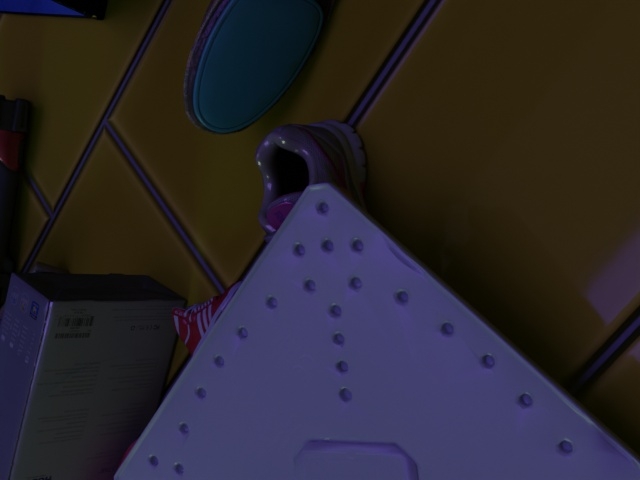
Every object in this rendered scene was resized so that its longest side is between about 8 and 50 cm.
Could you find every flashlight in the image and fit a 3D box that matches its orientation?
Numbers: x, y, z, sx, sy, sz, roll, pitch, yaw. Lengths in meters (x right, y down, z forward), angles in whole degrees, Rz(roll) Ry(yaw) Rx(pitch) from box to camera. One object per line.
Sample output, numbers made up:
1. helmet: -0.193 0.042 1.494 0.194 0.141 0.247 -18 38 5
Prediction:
1. flashlight: -0.479 -0.056 1.244 0.103 0.103 0.304 17 98 40

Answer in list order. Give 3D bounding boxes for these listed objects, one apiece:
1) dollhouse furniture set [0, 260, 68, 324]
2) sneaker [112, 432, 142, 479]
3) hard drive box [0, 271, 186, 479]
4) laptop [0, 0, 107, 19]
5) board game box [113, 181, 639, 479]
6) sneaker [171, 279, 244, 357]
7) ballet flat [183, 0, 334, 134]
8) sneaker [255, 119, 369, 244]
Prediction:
1. dollhouse furniture set: -0.502 0.135 1.089 0.286 0.303 0.198 -45 40 30
2. sneaker: -0.237 0.362 0.982 0.116 0.136 0.313 30 106 37
3. hard drive box: -0.271 0.159 0.996 0.089 0.181 0.232 25 103 40
4. laptop: -0.366 -0.488 1.093 0.236 0.408 0.382 11 96 7
5. board game box: 0.043 0.215 0.739 0.390 0.050 0.390 43 116 17
6. sneaker: -0.121 0.075 0.960 0.067 0.042 0.118 47 119 29
7. ballet flat: -0.039 -0.269 0.876 0.123 0.123 0.348 45 116 34
8. sneaker: 0.000 0.000 0.812 0.103 0.111 0.252 -36 65 34
